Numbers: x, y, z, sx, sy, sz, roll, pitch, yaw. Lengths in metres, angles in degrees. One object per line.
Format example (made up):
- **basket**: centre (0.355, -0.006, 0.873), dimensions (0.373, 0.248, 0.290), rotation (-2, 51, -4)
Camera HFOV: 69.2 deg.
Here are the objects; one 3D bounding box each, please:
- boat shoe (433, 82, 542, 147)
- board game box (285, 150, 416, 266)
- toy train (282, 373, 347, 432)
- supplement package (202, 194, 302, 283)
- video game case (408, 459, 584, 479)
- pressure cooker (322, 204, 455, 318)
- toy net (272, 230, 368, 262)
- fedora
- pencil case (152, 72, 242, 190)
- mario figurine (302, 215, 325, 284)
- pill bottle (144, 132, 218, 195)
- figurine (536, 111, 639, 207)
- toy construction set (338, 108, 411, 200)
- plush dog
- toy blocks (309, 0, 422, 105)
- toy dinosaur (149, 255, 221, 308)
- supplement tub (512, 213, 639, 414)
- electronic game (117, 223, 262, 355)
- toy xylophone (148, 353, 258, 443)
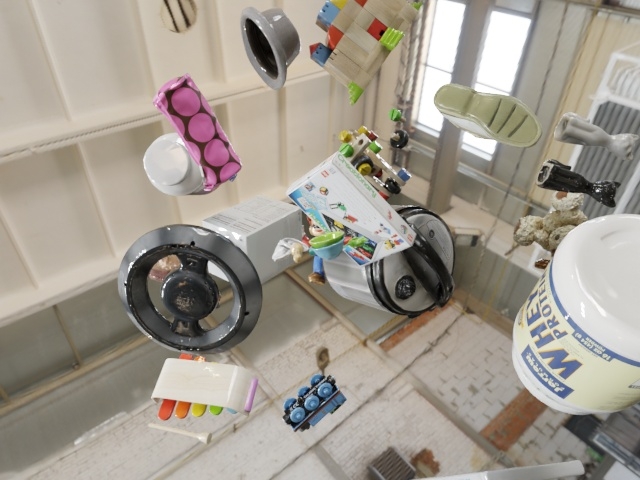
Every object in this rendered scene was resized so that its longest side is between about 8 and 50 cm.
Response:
- **boat shoe**: centre (0.443, -0.323, 1.220), dimensions (0.113, 0.302, 0.103), rotation (-56, -31, 9)
- **board game box**: centre (0.078, -0.069, 1.212), dimensions (0.305, 0.193, 0.053), rotation (44, -132, -18)
- **toy train**: centre (-0.019, 0.455, 1.290), dimensions (0.184, 0.080, 0.105), rotation (-40, -63, -12)
- **supplement package**: centre (-0.216, -0.001, 1.534), dimensions (0.262, 0.198, 0.199), rotation (-32, -48, -45)
- **video game case**: centre (0.417, 0.586, 1.145), dimensions (0.328, 0.036, 0.300), rotation (9, -32, -28)
- **pressure cooker**: centre (0.248, 0.064, 1.572), dimensions (0.369, 0.420, 0.376), rotation (3, -87, -33)
- **toy net**: centre (-0.018, 0.005, 0.960), dimensions (0.122, 0.232, 0.045), rotation (-28, -74, -38)
- **fedora**: centre (-0.146, -0.632, 1.484), dimensions (0.124, 0.244, 0.275), rotation (-36, -14, -13)
- **pencil case**: centre (-0.235, -0.202, 0.884), dimensions (0.098, 0.095, 0.209), rotation (-44, -63, -30)
- **mario figurine**: centre (0.000, 0.000, 1.791), dimensions (0.198, 0.321, 0.170), rotation (3, -24, -21)
- **pill bottle**: centre (-0.412, -0.227, 1.418), dimensions (0.182, 0.181, 0.323), rotation (-58, 0, 7)
- **figurine**: centre (0.724, -0.215, 1.243), dimensions (0.092, 0.209, 0.215), rotation (-43, -28, -83)
- **toy construction set**: centre (0.090, -0.241, 1.392), dimensions (0.308, 0.258, 0.237), rotation (-24, -26, 38)
- **plush dog**: centre (0.798, -0.006, 1.511), dimensions (0.210, 0.225, 0.262), rotation (25, -48, -22)
- **toy blocks**: centre (0.104, -0.650, 1.426), dimensions (0.260, 0.191, 0.381), rotation (34, -87, -10)
- **toy dinosaur**: centre (-0.428, 0.089, 1.359), dimensions (0.127, 0.295, 0.200), rotation (95, -178, -46)
- **supplement tub**: centre (0.458, 0.139, 0.757), dimensions (0.235, 0.235, 0.325), rotation (-37, -30, -20)
- **electronic game**: centre (-0.204, 0.083, 0.728), dimensions (0.048, 0.229, 0.229), rotation (-80, 9, -67)
- **toy xylophone**: centre (-0.349, 0.439, 1.313), dimensions (0.081, 0.322, 0.236), rotation (70, -145, -51)
